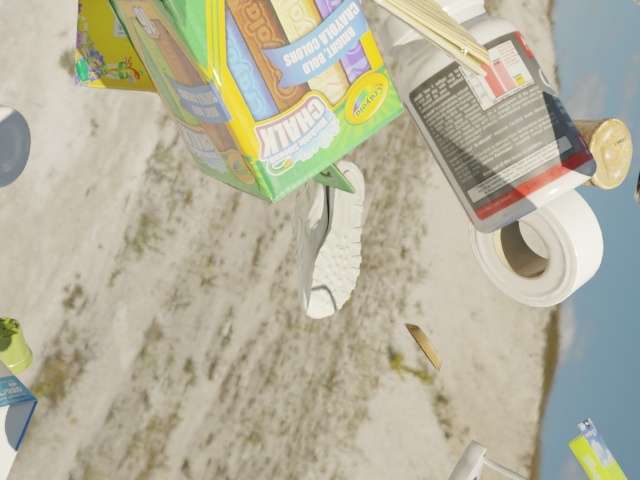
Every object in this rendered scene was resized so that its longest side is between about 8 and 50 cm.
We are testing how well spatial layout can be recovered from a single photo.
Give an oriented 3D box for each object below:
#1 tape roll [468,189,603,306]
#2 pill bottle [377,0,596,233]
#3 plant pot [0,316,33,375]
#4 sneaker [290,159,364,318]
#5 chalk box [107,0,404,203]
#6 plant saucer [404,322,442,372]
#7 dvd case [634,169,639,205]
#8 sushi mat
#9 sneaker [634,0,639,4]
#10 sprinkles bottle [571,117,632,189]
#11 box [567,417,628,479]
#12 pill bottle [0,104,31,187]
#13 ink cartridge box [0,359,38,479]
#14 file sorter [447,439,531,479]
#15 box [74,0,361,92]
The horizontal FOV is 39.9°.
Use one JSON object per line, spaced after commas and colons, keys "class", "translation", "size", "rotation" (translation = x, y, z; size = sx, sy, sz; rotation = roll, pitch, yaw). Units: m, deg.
{"class": "tape roll", "translation": [0.462, -0.002, 1.917], "size": [0.100, 0.286, 0.286], "rotation": [-30, 150, -33]}
{"class": "pill bottle", "translation": [0.249, -0.211, 1.365], "size": [0.210, 0.362, 0.210], "rotation": [-29, 178, -1]}
{"class": "plant pot", "translation": [-0.530, 0.174, 1.487], "size": [0.083, 0.083, 0.079], "rotation": [-67, 171, -49]}
{"class": "sneaker", "translation": [0.000, 0.000, 1.273], "size": [0.090, 0.095, 0.235], "rotation": [31, 63, -46]}
{"class": "chalk box", "translation": [-0.054, -0.162, 0.899], "size": [0.179, 0.180, 0.288], "rotation": [-36, 118, -20]}
{"class": "plant saucer", "translation": [0.147, 0.146, 1.234], "size": [0.015, 0.083, 0.083], "rotation": [-35, 174, 0]}
{"class": "dvd case", "translation": [0.449, -0.093, 1.211], "size": [0.119, 0.013, 0.087], "rotation": [-36, 135, -72]}
{"class": "sushi mat", "translation": [-0.035, -0.202, 0.530], "size": [0.019, 0.317, 0.151], "rotation": [-54, -150, 19]}
{"class": "sneaker", "translation": [0.506, -0.459, 1.414], "size": [0.108, 0.169, 0.292], "rotation": [-53, 178, 20]}
{"class": "sprinkles bottle", "translation": [0.373, -0.161, 1.584], "size": [0.355, 0.121, 0.121], "rotation": [11, -100, 51]}
{"class": "box", "translation": [0.546, 0.439, 1.718], "size": [0.042, 0.178, 0.109], "rotation": [-37, 161, 22]}
{"class": "pill bottle", "translation": [-0.728, -0.206, 1.723], "size": [0.161, 0.283, 0.161], "rotation": [13, 90, -71]}
{"class": "ink cartridge box", "translation": [-0.513, 0.209, 1.114], "size": [0.168, 0.233, 0.171], "rotation": [-8, 130, -56]}
{"class": "file sorter", "translation": [0.159, 0.392, 0.895], "size": [0.277, 0.173, 0.192], "rotation": [-48, 152, -39]}
{"class": "box", "translation": [-0.130, -0.279, 1.213], "size": [0.279, 0.290, 0.176], "rotation": [-12, 109, -67]}
